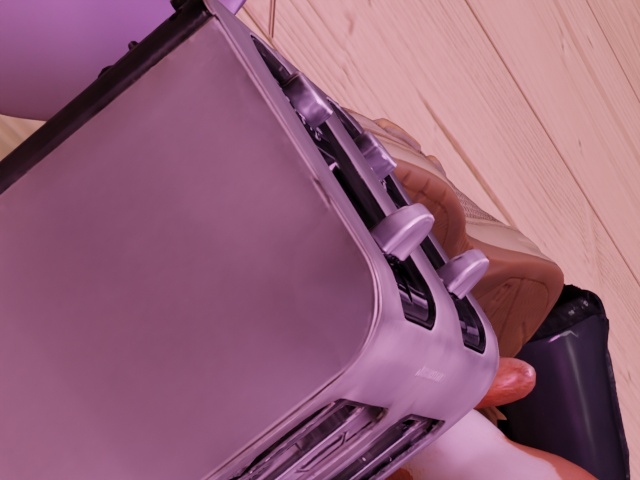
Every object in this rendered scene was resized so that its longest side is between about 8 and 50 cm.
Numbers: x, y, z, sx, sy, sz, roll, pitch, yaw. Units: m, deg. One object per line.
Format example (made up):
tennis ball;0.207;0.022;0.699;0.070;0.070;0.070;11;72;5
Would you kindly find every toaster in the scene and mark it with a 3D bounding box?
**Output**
toaster;-0.048;0.036;0.479;0.110;0.186;0.168;53;7;17

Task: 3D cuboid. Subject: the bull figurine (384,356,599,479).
bull figurine;0.100;0.155;0.621;0.101;0.310;0.188;-24;119;-28

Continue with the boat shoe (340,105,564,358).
boat shoe;0.000;0.000;0.733;0.110;0.121;0.341;45;8;24

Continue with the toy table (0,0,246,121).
toy table;-0.086;-0.157;0.443;0.161;0.252;0.274;-62;147;-73

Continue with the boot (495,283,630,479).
boot;0.132;0.144;0.950;0.246;0.094;0.207;-55;132;-70
